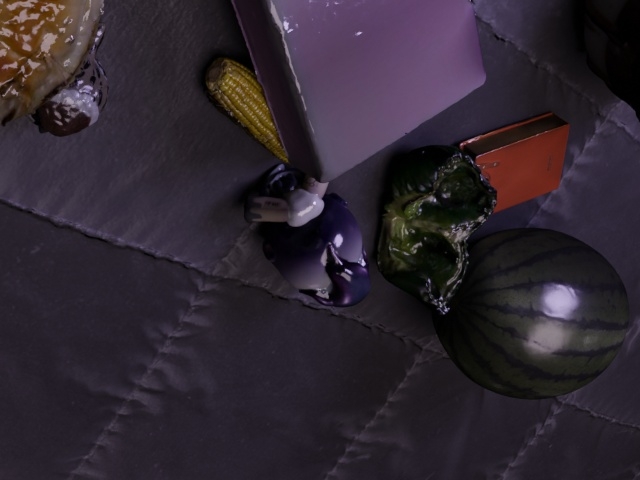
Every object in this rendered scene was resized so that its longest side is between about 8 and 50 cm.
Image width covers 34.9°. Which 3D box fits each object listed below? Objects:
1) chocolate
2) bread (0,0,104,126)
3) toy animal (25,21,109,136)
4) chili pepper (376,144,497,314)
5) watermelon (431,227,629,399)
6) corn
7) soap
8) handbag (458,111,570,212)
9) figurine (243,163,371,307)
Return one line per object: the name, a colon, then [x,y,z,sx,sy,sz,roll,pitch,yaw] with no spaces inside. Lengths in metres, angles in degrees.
chocolate: [0.496,-0.313,1.476,0.284,0.186,0.283,-26,137,-27]
bread: [-0.363,-0.248,0.976,0.306,0.159,0.305,-17,128,-23]
toy animal: [-0.275,-0.177,1.136,0.137,0.098,0.098,-47,135,7]
chili pepper: [0.172,-0.038,1.526,0.116,0.148,0.264,-34,141,-45]
watermelon: [0.350,0.118,1.656,0.359,0.279,0.279,2,123,-37]
corn: [-0.071,-0.162,1.303,0.072,0.072,0.203,-47,134,7]
soap: [0.051,-0.260,1.231,0.285,0.107,0.296,-33,128,-21]
handbag: [0.296,-0.114,1.590,0.190,0.063,0.127,-19,133,-24]
figurine: [0.000,0.000,1.427,0.145,0.145,0.222,-33,132,-7]
